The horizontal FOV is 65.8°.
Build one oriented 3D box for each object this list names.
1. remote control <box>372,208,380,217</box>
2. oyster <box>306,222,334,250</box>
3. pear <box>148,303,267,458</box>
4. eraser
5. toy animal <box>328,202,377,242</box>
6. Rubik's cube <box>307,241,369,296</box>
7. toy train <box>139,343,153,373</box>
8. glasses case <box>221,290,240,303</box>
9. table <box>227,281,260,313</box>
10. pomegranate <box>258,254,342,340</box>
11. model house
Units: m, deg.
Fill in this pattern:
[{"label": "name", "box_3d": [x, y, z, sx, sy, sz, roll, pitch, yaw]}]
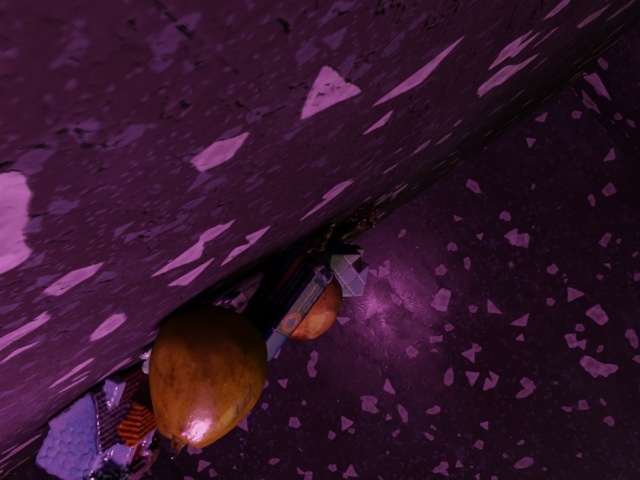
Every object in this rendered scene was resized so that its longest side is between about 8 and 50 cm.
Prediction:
[{"label": "remote control", "box_3d": [0.183, -0.082, 2.166, 0.190, 0.029, 0.087, -32, 175, -33]}, {"label": "oyster", "box_3d": [-0.003, 0.000, 1.570, 0.108, 0.053, 0.166, -26, -174, 23]}, {"label": "pear", "box_3d": [-0.277, 0.327, 1.184, 0.287, 0.287, 0.375, -43, -154, 59]}, {"label": "eraser", "box_3d": [-0.113, 0.175, 1.398, 0.332, 0.155, 0.101, -53, 139, -3]}, {"label": "toy animal", "box_3d": [0.127, -0.048, 1.795, 0.243, 0.087, 0.260, -39, 177, 21]}, {"label": "Rubik's cube", "box_3d": [0.047, 0.106, 1.924, 0.265, 0.224, 0.213, 2, -161, -28]}, {"label": "toy train", "box_3d": [-0.405, 0.290, 1.432, 0.253, 0.105, 0.157, -37, -171, 17]}, {"label": "glasses case", "box_3d": [-0.275, 0.171, 1.515, 0.033, 0.023, 0.083, -42, 175, 18]}, {"label": "table", "box_3d": [-0.285, 0.231, 1.795, 0.175, 0.062, 0.146, -32, 174, -42]}, {"label": "pomegranate", "box_3d": [-0.065, 0.181, 1.591, 0.281, 0.281, 0.281, -35, 175, -3]}, {"label": "model house", "box_3d": [-0.651, 0.567, 1.612, 0.339, 0.297, 0.360, -67, 169, 8]}]
